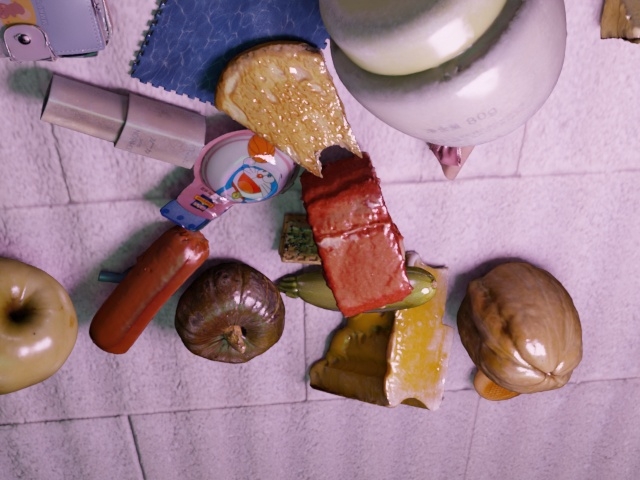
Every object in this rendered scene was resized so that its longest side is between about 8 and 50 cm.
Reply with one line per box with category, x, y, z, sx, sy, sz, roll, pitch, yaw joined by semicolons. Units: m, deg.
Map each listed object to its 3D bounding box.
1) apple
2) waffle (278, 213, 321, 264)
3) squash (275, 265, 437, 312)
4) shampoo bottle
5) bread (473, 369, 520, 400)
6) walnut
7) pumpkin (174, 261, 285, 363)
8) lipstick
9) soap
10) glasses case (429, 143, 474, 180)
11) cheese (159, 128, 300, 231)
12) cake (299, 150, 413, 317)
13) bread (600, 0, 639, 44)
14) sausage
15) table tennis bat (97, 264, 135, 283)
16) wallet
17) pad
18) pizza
apple;-0.578;0.162;1.839;0.262;0.262;0.262;-4;137;-4
waffle;0.000;0.001;1.889;0.148;0.042;0.102;4;136;-11
squash;0.067;0.094;1.930;0.341;0.094;0.094;-3;141;27
shampoo bottle;0.175;-0.295;1.397;0.322;0.322;0.317;-27;139;20
bread;0.417;0.285;2.220;0.114;0.077;0.189;39;123;-14
walnut;0.389;0.175;1.957;0.283;0.283;0.227;31;112;-33
pumpkin;-0.171;0.154;1.946;0.219;0.162;0.219;-6;135;-6
lipstick;-0.314;-0.190;1.621;0.253;0.077;0.079;14;139;-21
soap;0.118;0.181;2.098;0.169;0.304;0.339;12;173;-28
glasses case;0.229;-0.188;1.680;0.070;0.102;0.193;15;133;-13
cheese;-0.151;-0.104;1.732;0.286;0.074;0.189;-34;134;26
cake;0.063;-0.017;1.748;0.151;0.177;0.283;-18;107;12
bread;0.565;-0.361;1.533;0.266;0.141;0.178;-6;177;-3
sausage;-0.328;0.095;1.884;0.102;0.102;0.330;27;119;-31
table tennis bat;-0.347;0.077;1.943;0.155;0.019;0.100;10;132;-19
wallet;-0.425;-0.336;1.464;0.231;0.069;0.170;-2;132;3
pad;-0.129;-0.309;1.570;0.269;0.012;0.269;14;132;-22
pizza;-0.034;-0.211;1.613;0.262;0.034;0.181;41;110;-20
